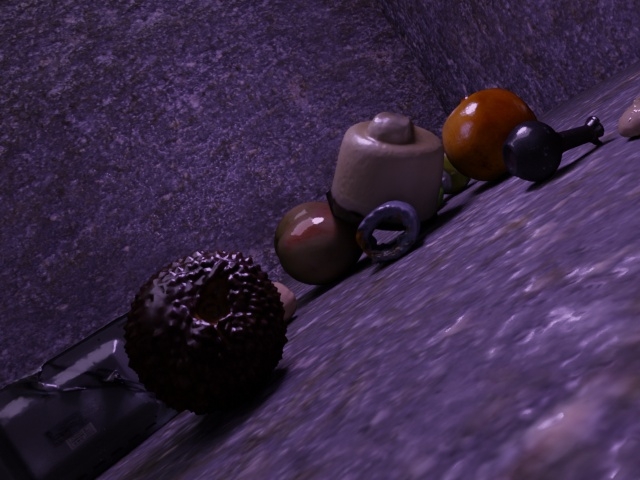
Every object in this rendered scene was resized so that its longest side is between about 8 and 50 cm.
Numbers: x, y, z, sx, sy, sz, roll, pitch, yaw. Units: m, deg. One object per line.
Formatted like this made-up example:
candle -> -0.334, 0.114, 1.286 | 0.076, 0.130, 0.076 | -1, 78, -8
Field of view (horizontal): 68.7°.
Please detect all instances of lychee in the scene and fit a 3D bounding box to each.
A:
lychee -> -0.180, 0.151, 0.763 | 0.267, 0.267, 0.267 | -33, 1, 1

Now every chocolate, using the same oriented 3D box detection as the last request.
chocolate -> 0.194, -0.208, 1.312 | 0.314, 0.297, 0.326 | 5, 20, -6

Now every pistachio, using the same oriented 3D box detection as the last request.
pistachio -> -0.155, 0.189, 1.212 | 0.200, 0.117, 0.145 | -34, 6, -1

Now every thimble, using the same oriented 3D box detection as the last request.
thimble -> 0.168, -0.024, 1.137 | 0.151, 0.127, 0.118 | -31, 0, 20

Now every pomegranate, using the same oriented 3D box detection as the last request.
pomegranate -> 0.472, -0.300, 1.328 | 0.264, 0.264, 0.264 | -33, 1, 1

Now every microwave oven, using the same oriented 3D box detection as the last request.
microwave oven -> -0.475, 0.333, 1.016 | 0.432, 0.236, 0.374 | -34, 3, -30

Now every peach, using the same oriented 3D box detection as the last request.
peach -> 0.000, 0.001, 1.428 | 0.292, 0.247, 0.292 | -25, 13, 6

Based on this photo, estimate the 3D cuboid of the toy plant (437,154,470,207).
toy plant -> 0.366, -0.181, 1.614 | 0.316, 0.184, 0.224 | -44, 24, -22

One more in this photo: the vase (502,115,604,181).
vase -> 0.456, -0.187, 0.912 | 0.183, 0.120, 0.120 | -18, 2, 4

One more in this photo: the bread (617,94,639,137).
bread -> 0.620, -0.259, 0.723 | 0.316, 0.054, 0.316 | -32, 3, 2
